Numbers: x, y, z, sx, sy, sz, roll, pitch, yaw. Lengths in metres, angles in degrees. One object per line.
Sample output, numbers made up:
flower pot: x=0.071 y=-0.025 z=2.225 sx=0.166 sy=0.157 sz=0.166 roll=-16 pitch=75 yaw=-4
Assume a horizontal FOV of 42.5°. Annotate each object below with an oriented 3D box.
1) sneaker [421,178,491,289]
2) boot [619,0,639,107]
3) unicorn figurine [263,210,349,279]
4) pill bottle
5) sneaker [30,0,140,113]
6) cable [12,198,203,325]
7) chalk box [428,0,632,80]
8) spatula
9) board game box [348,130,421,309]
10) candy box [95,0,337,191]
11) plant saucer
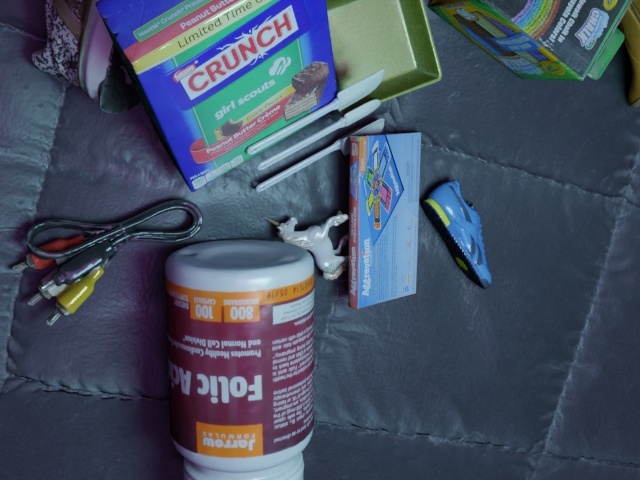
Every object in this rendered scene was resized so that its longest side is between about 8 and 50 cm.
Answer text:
sneaker: x=0.258 y=-0.010 z=1.424 sx=0.082 sy=0.069 sz=0.209 roll=-37 pitch=111 yaw=-12
boot: x=0.541 y=-0.369 z=1.397 sx=0.104 sy=0.295 sz=0.211 roll=-37 pitch=76 yaw=-15
unicorn figurine: x=0.000 y=0.000 z=1.341 sx=0.111 sy=0.060 sz=0.162 roll=-35 pitch=108 yaw=-13
pill bottle: x=-0.121 y=0.210 z=1.259 sx=0.224 sy=0.224 sz=0.392 roll=-4 pitch=103 yaw=-18
sneaker: x=-0.312 y=-0.386 z=1.093 sx=0.182 sy=0.158 sz=0.410 roll=14 pitch=104 yaw=12
cable: x=-0.325 y=-0.001 z=1.248 sx=0.287 sy=0.072 sz=0.139 roll=-33 pitch=94 yaw=-22
chalk box: x=0.359 y=-0.372 z=1.320 sx=0.289 sy=0.179 sz=0.180 roll=32 pitch=90 yaw=-23
spatula: x=-0.001 y=-0.158 z=1.272 sx=0.242 sy=0.168 sz=0.019 roll=-31 pitch=69 yaw=-12
board game box: x=0.106 y=-0.036 z=1.360 sx=0.145 sy=0.027 sz=0.281 roll=-10 pitch=106 yaw=-41
candy box: x=-0.120 y=-0.244 z=1.115 sx=0.268 sy=0.122 sz=0.317 roll=-32 pitch=155 yaw=-9
plant saucer: x=0.082 y=-0.316 z=1.306 sx=0.188 sy=0.045 sz=0.188 roll=-22 pitch=109 yaw=-13
